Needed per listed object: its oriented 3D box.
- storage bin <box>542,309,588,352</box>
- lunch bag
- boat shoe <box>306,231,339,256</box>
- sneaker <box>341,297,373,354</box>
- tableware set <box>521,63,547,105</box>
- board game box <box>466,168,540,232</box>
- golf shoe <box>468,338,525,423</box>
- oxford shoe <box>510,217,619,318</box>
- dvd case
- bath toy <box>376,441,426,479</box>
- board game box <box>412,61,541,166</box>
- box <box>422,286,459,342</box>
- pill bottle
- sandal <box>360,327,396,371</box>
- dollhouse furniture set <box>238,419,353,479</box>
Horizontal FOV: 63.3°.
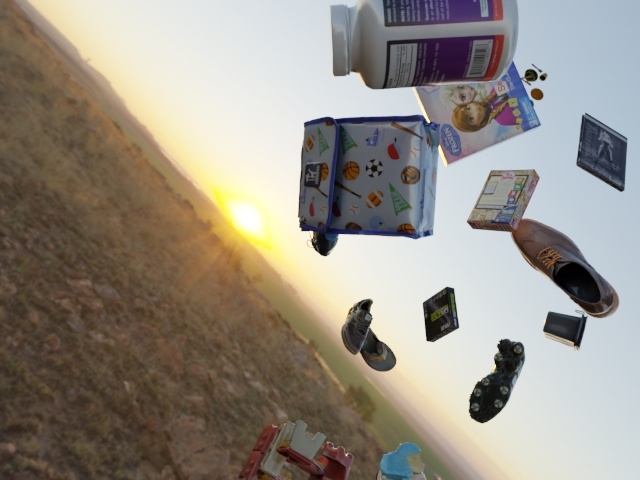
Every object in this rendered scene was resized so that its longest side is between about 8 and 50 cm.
[{"bbox_3d":[0.620,0.219,1.318,0.091,0.098,0.135,16,-10,28],"label":"storage bin"},{"bbox_3d":[0.113,-0.173,1.441,0.385,0.328,0.238,6,5,26],"label":"lunch bag"},{"bbox_3d":[0.000,0.000,1.681,0.108,0.089,0.258,20,4,2],"label":"boat shoe"},{"bbox_3d":[0.105,0.224,1.412,0.066,0.071,0.188,38,31,-17],"label":"sneaker"},{"bbox_3d":[0.714,-0.516,1.762,0.104,0.024,0.154,42,-23,9],"label":"tableware set"},{"bbox_3d":[0.534,-0.119,1.522,0.045,0.194,0.146,40,-18,-34],"label":"board game box"},{"bbox_3d":[0.544,0.433,1.561,0.105,0.273,0.120,24,-14,42],"label":"golf shoe"},{"bbox_3d":[0.653,0.052,1.423,0.132,0.130,0.364,23,22,-48],"label":"oxford shoe"},{"bbox_3d":[0.841,-0.266,1.549,0.164,0.221,0.018,28,-31,-7],"label":"dvd case"},{"bbox_3d":[0.244,0.781,1.626,0.151,0.129,0.349,12,-53,11],"label":"bath toy"},{"bbox_3d":[0.497,-0.448,1.691,0.066,0.317,0.319,0,67,-81],"label":"board game box"},{"bbox_3d":[0.507,0.315,2.205,0.045,0.184,0.191,15,-33,-19],"label":"box"},{"bbox_3d":[0.179,-0.375,0.955,0.181,0.322,0.182,-3,90,-90],"label":"pill bottle"},{"bbox_3d":[0.161,0.320,1.565,0.219,0.090,0.060,56,-15,-21],"label":"sandal"},{"bbox_3d":[-0.054,0.570,1.285,0.201,0.152,0.374,32,-27,-5],"label":"dollhouse furniture set"}]
